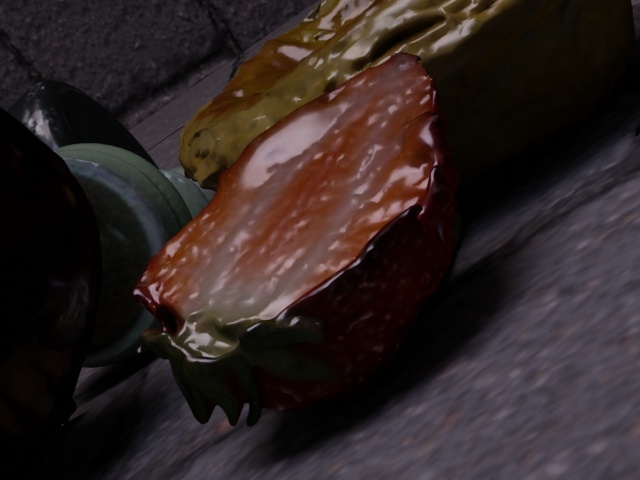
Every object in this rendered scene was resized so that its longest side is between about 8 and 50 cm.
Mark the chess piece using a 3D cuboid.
[{"bbox_3d":[-0.117,-0.007,1.135,0.139,0.139,0.271,-32,0,17],"label":"chess piece"}]

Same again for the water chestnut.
[{"bbox_3d":[-0.238,0.061,0.898,0.300,0.300,0.300,-34,10,7],"label":"water chestnut"}]

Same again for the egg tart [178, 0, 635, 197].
[{"bbox_3d":[0.065,-0.098,0.911,0.319,0.128,0.319,-36,11,8],"label":"egg tart"}]

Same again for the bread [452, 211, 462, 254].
[{"bbox_3d":[0.017,0.016,0.793,0.094,0.035,0.090,-31,11,20],"label":"bread"}]

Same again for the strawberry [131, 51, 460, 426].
[{"bbox_3d":[0.000,0.000,0.707,0.146,0.082,0.187,7,55,40],"label":"strawberry"}]

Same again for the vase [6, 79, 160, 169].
[{"bbox_3d":[-0.273,0.034,1.309,0.321,0.173,0.173,-38,9,13],"label":"vase"}]
